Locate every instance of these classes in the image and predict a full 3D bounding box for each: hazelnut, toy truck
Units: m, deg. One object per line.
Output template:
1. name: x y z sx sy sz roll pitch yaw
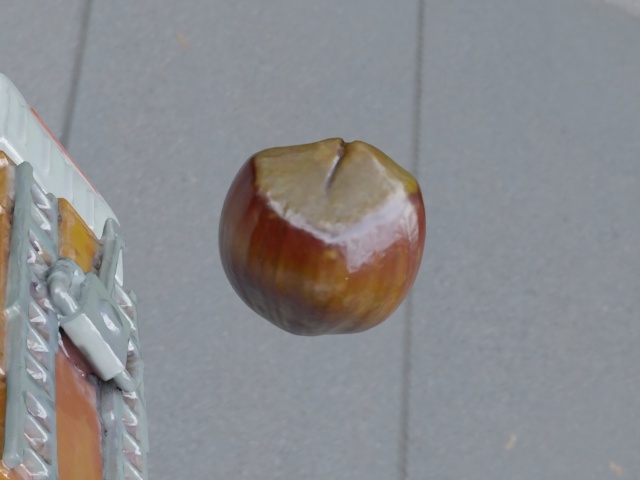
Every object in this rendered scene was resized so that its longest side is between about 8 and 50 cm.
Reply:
1. hazelnut: 0.001 -0.002 1.395 0.212 0.181 0.181 13 66 4
2. toy truck: -0.197 0.060 0.705 0.173 0.207 0.387 56 10 -35
